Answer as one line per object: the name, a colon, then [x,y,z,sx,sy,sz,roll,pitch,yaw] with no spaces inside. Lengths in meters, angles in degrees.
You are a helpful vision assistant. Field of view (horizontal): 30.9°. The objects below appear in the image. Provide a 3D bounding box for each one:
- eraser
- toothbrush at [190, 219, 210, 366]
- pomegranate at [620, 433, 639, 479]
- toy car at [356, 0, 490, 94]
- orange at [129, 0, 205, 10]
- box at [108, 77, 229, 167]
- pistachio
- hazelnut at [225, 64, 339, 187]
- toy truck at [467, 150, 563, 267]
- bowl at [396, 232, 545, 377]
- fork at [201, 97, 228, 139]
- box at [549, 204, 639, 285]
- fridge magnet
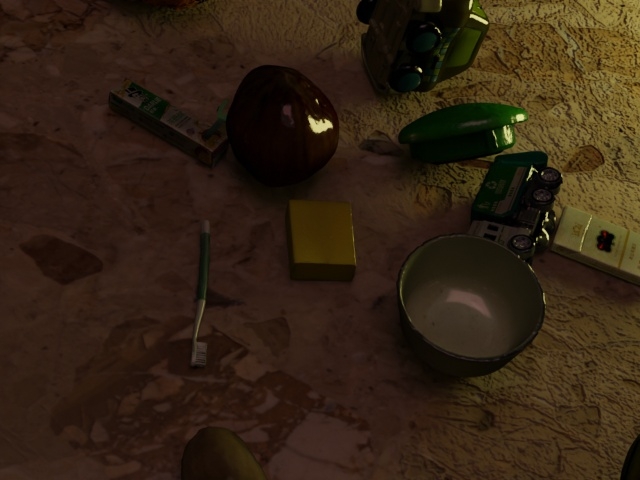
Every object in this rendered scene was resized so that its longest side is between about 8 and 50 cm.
eraser: [0.000,0.000,1.715,0.097,0.045,0.122,4,50,-10]
toothbrush: [-0.168,0.071,1.638,0.024,0.018,0.257,6,49,-10]
pomegranate: [0.514,0.318,1.434,0.340,0.260,0.260,9,41,-45]
toy car: [0.188,-0.365,1.933,0.198,0.248,0.204,-5,51,-21]
orange: [-0.269,-0.508,2.009,0.234,0.182,0.234,2,39,-1]
box: [-0.240,-0.187,1.826,0.207,0.041,0.050,31,49,13]
pistachio: [-0.112,0.298,1.404,0.126,0.108,0.185,11,35,-39]
hazelnut: [-0.055,-0.176,1.767,0.178,0.178,0.204,12,38,-1]
toy truck: [0.295,-0.032,1.766,0.124,0.114,0.253,15,48,19]
bowl: [0.201,0.105,1.621,0.211,0.112,0.211,3,53,-5]
fork: [-0.160,-0.181,1.801,0.039,0.021,0.235,21,22,0]
box: [0.450,0.010,1.814,0.166,0.024,0.090,22,50,6]
fridge magnet: [0.227,-0.172,1.834,0.208,0.208,0.088,-14,97,-22]
